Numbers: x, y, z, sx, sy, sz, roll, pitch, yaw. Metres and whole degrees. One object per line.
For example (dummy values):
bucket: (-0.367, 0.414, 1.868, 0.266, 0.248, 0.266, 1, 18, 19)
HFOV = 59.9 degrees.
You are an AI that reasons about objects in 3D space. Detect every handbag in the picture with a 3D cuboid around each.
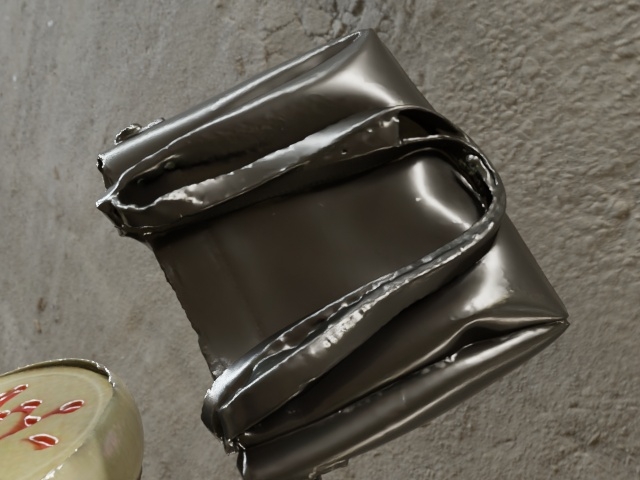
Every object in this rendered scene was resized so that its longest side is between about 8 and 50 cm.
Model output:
handbag: (0.000, 0.000, 0.394, 0.286, 0.256, 0.113, 60, 160, 16)

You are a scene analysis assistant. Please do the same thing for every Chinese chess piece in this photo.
Chinese chess piece: (-0.304, 0.223, 0.553, 0.249, 0.249, 0.103, 8, 119, 39)
